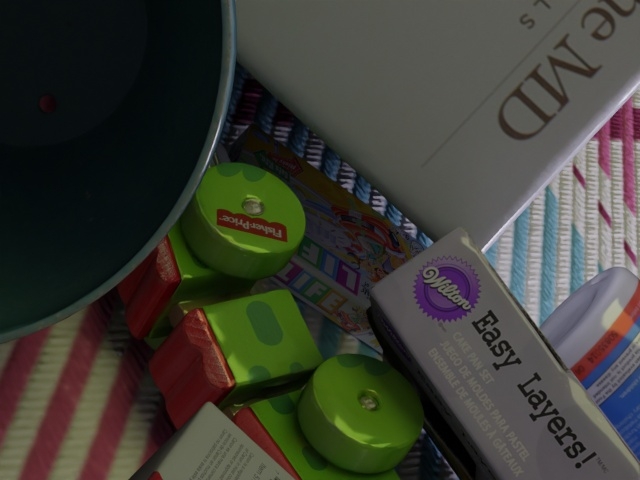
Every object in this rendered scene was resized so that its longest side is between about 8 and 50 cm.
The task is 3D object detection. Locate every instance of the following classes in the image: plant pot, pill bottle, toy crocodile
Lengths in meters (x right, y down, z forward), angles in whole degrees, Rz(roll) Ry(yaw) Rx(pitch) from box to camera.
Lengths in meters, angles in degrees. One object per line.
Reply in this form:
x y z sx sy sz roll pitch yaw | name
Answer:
-0.173 -0.107 0.822 0.290 0.290 0.195 43 11 -2 | plant pot
0.241 0.133 1.117 0.221 0.124 0.124 43 32 -2 | pill bottle
-0.041 0.073 0.885 0.105 0.115 0.340 -13 60 -38 | toy crocodile

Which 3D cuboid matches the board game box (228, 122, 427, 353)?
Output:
0.000 0.000 1.089 0.154 0.026 0.103 34 34 -16 | board game box

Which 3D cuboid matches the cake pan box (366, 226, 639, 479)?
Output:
0.124 0.132 0.920 0.267 0.070 0.246 55 -7 14 | cake pan box

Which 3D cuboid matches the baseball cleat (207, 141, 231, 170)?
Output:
-0.091 -0.082 1.039 0.109 0.072 0.206 -7 60 -54 | baseball cleat

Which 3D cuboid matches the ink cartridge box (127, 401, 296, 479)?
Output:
-0.043 0.193 0.731 0.176 0.127 0.128 42 32 -3 | ink cartridge box

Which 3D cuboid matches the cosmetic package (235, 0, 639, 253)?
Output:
0.059 -0.244 1.058 0.394 0.329 0.327 43 6 -1 | cosmetic package
